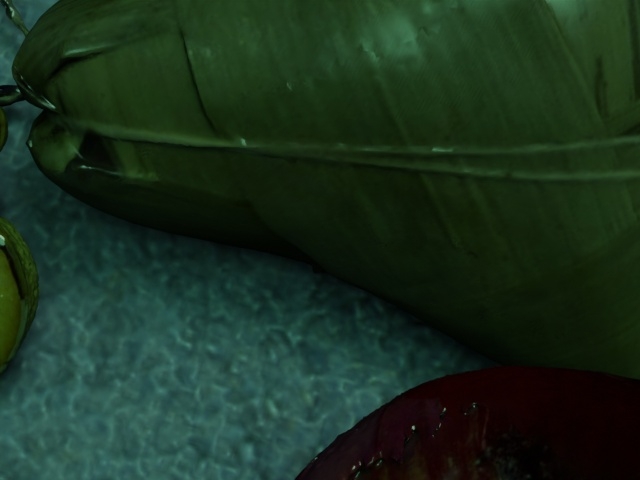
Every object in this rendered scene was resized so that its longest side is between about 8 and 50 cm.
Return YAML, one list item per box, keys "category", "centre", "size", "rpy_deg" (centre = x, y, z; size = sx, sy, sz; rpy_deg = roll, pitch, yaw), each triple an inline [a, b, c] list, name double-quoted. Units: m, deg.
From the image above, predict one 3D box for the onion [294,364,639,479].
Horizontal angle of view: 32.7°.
- category: "onion"
  centre: [0.100, 0.187, 0.495]
  size: [0.276, 0.276, 0.276]
  rpy_deg: [1, 74, -3]

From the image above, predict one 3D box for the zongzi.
- category: "zongzi"
  centre: [0.000, 0.000, 0.607]
  size: [0.447, 0.181, 0.418]
  rpy_deg: [-13, 104, 12]

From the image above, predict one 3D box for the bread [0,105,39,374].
- category: "bread"
  centre: [-0.196, -0.011, 0.592]
  size: [0.149, 0.065, 0.188]
  rpy_deg: [40, 120, 13]
